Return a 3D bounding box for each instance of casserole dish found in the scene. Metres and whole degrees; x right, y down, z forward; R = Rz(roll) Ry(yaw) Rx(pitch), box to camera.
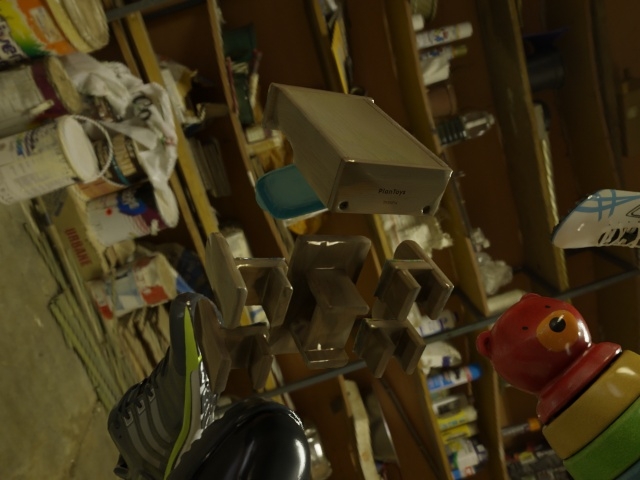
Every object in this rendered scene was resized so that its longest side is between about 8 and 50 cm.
[{"bbox_3d":[-0.044,-0.109,1.137,0.114,0.188,0.037,62,26,-28],"label":"casserole dish"}]

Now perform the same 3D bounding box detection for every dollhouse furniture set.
[{"bbox_3d":[0.000,0.000,0.529,0.161,0.212,0.242,57,-42,48],"label":"dollhouse furniture set"}]

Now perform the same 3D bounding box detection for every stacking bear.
[{"bbox_3d":[0.302,0.177,0.585,0.289,0.175,0.164,47,-13,25],"label":"stacking bear"}]

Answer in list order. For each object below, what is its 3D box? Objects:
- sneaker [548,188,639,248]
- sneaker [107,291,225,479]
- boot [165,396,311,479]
[{"bbox_3d":[0.431,-0.024,0.786,0.085,0.237,0.086,99,-28,-42],"label":"sneaker"},{"bbox_3d":[-0.185,0.193,0.651,0.111,0.121,0.299,-78,-179,-69],"label":"sneaker"},{"bbox_3d":[0.005,0.346,0.373,0.445,0.367,0.146,9,-25,50],"label":"boot"}]
